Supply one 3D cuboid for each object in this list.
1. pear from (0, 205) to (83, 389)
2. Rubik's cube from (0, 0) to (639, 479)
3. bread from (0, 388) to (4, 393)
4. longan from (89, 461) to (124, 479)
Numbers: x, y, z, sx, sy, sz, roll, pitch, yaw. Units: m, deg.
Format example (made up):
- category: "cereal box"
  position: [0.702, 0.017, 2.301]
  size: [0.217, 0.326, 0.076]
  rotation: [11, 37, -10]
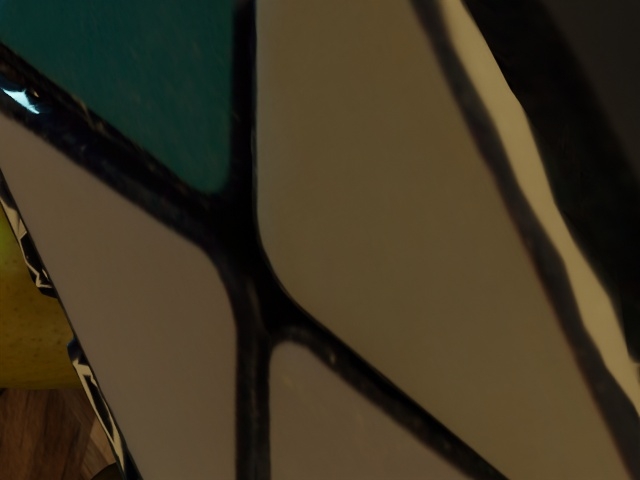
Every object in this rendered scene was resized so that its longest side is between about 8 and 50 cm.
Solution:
- category: "pear"
  position: [-0.254, 0.037, 1.175]
  size: [0.267, 0.178, 0.267]
  rotation: [31, 136, 36]
- category: "Rubik's cube"
  position: [0.087, -0.039, 0.502]
  size: [0.305, 0.307, 0.310]
  rotation: [-31, 83, 60]
- category: "bread"
  position: [-0.408, 0.078, 1.518]
  size: [0.236, 0.070, 0.236]
  rotation: [32, 134, 41]
- category: "longan"
  position: [-0.142, 0.228, 1.218]
  size: [0.119, 0.106, 0.106]
  rotation: [6, 123, 10]
